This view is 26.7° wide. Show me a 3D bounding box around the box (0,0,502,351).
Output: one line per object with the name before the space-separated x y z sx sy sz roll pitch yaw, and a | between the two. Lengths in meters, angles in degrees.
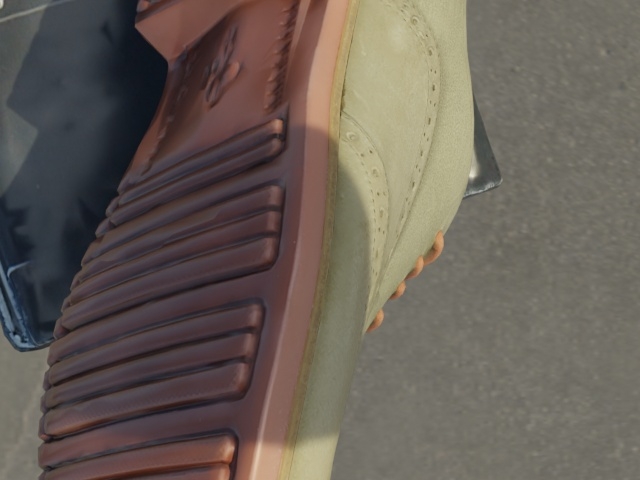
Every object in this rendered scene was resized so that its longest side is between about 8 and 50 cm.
box | -0.148 -0.214 0.910 0.480 0.297 0.472 -166 59 -77

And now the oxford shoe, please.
oxford shoe | 0.000 0.000 0.524 0.140 0.146 0.397 -11 60 45
